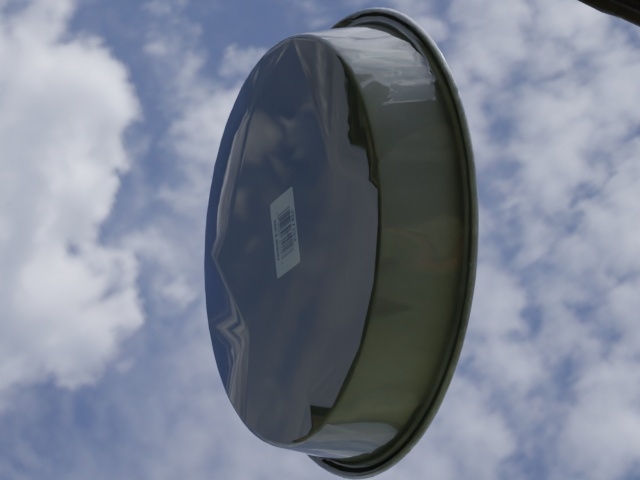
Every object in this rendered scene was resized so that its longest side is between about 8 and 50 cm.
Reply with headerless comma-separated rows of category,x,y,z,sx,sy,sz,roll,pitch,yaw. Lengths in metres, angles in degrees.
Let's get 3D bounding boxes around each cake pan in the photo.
cake pan,0.000,0.000,1.003,0.293,0.054,0.293,-14,-106,62

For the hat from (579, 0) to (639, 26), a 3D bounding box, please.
hat,0.147,-0.218,0.520,0.134,0.331,0.331,-19,-85,61
